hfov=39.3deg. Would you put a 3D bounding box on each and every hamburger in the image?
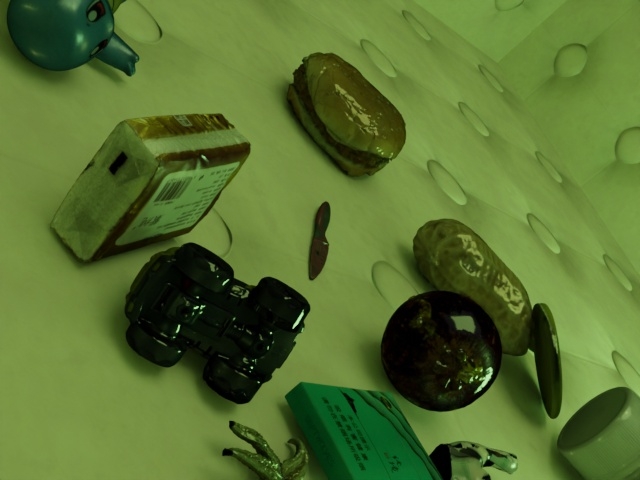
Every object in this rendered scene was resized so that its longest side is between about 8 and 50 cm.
[{"bbox_3d":[0.057,-0.273,1.889,0.283,0.144,0.259,41,28,-2],"label":"hamburger"}]

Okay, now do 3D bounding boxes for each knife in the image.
[{"bbox_3d":[0.000,0.000,1.554,0.035,0.018,0.247,42,28,-20],"label":"knife"}]

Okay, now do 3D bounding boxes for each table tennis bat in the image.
[{"bbox_3d":[0.449,0.220,1.822,0.368,0.054,0.224,-74,158,-77],"label":"table tennis bat"}]

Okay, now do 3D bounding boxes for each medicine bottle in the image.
[{"bbox_3d":[0.618,0.452,1.663,0.339,0.208,0.208,48,25,-1],"label":"medicine bottle"}]

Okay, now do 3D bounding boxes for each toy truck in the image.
[{"bbox_3d":[-0.135,0.083,1.098,0.224,0.147,0.165,29,7,-30],"label":"toy truck"}]

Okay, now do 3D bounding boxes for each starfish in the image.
[{"bbox_3d":[-0.036,0.289,1.029,0.223,0.050,0.217,41,7,-23],"label":"starfish"}]

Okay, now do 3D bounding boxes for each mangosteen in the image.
[{"bbox_3d":[0.183,0.167,1.432,0.192,0.192,0.217,41,2,-16],"label":"mangosteen"}]

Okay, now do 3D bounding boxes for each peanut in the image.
[{"bbox_3d":[0.310,0.092,1.771,0.325,0.140,0.153,52,19,3],"label":"peanut"}]

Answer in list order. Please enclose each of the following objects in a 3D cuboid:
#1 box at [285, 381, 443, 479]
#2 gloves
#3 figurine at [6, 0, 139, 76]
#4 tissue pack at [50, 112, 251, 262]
[{"bbox_3d":[0.064,0.271,1.209,0.226,0.042,0.160,19,34,-52],"label":"box"},{"bbox_3d":[0.256,0.370,1.328,0.212,0.111,0.127,33,3,-23],"label":"gloves"},{"bbox_3d":[-0.363,-0.426,1.353,0.243,0.297,0.416,-7,49,-20],"label":"figurine"},{"bbox_3d":[-0.204,-0.069,1.125,0.092,0.183,0.226,47,24,7],"label":"tissue pack"}]
